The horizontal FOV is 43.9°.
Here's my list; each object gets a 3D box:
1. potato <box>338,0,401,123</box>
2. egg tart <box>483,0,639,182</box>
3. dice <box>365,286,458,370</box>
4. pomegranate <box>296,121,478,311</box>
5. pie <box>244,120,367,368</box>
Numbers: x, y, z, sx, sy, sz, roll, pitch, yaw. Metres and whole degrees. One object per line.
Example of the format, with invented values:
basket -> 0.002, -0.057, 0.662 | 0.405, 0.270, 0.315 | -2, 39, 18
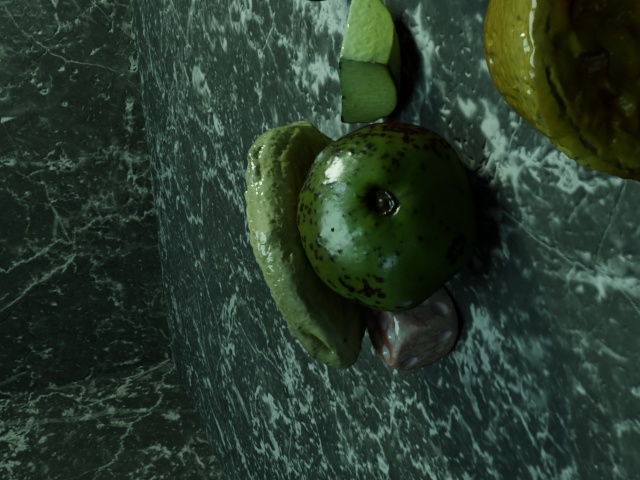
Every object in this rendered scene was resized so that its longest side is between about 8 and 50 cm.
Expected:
potato -> 0.072, -0.234, 1.029 | 0.149, 0.081, 0.120 | 84, -163, -66
egg tart -> 0.206, -0.147, 0.540 | 0.147, 0.202, 0.203 | -120, 24, -72
dice -> 0.116, 0.104, 1.018 | 0.094, 0.091, 0.093 | 99, 152, -45
pomegranate -> 0.079, -0.029, 0.935 | 0.248, 0.214, 0.214 | 5, -107, -86
pie -> 0.000, 0.000, 1.043 | 0.337, 0.075, 0.338 | 45, -141, -52
